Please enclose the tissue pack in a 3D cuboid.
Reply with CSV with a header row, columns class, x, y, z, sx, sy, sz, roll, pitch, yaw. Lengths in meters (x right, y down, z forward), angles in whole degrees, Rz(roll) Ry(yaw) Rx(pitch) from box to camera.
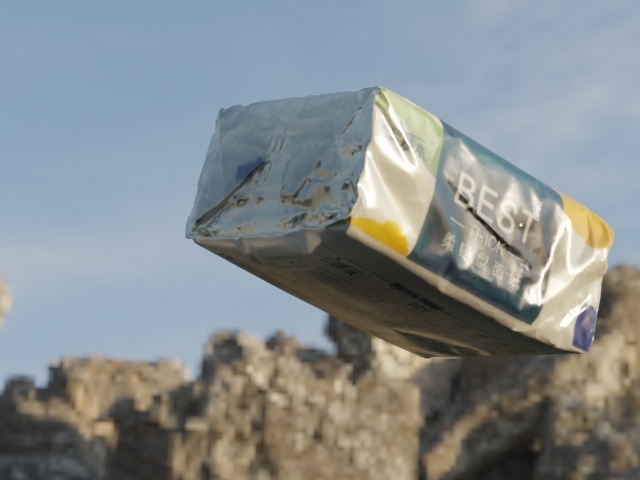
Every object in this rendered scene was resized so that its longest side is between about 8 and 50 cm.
class,x,y,z,sx,sy,sz,roll,pitch,yaw
tissue pack,0.019,-0.002,0.407,0.083,0.042,0.062,27,-18,-35
